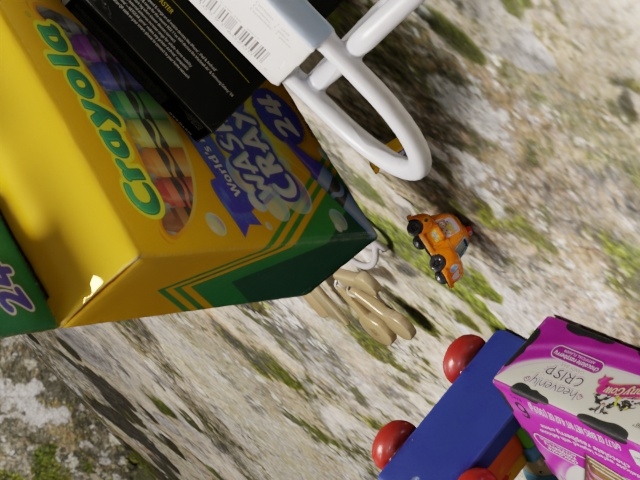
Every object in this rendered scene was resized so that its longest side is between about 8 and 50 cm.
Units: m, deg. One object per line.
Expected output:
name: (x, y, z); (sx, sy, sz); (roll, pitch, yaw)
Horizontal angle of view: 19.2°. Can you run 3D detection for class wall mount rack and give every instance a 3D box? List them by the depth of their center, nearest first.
wall mount rack: (-0.022, -0.199, 0.968); (0.350, 0.130, 0.304); (45, 167, -5)

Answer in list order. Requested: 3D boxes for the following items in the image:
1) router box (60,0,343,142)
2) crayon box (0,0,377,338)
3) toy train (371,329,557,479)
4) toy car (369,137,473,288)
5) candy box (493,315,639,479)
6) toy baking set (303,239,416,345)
router box: (-0.088, -0.170, 1.159); (0.179, 0.133, 0.046); (47, 163, -9)
crayon box: (-0.119, -0.055, 1.197); (0.323, 0.083, 0.203); (-7, -119, -57)
toy train: (0.103, 0.202, 1.438); (0.105, 0.248, 0.143); (28, 162, 42)
toy car: (0.076, -0.020, 1.307); (0.060, 0.041, 0.122); (58, 178, 40)
candy box: (0.239, 0.172, 1.345); (0.159, 0.071, 0.233); (22, 153, 51)
toy baking set: (-0.005, -0.002, 1.575); (0.197, 0.030, 0.256); (28, 158, 36)
